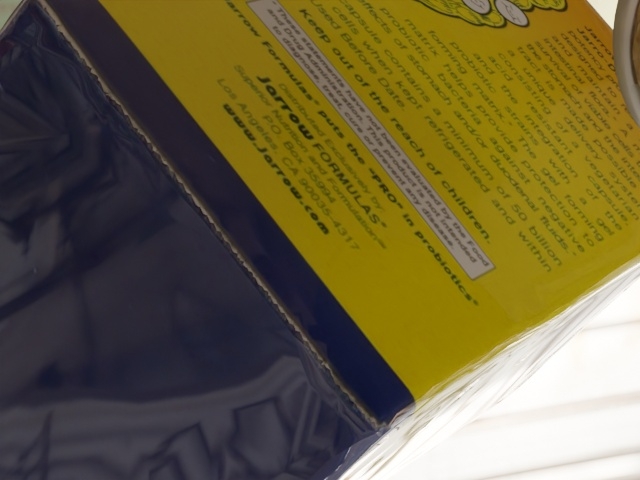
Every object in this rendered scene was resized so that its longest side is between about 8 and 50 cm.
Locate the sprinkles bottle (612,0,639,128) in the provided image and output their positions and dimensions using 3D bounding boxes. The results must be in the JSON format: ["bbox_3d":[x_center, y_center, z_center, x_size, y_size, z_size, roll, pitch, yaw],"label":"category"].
[{"bbox_3d":[0.162,-0.046,0.475,0.121,0.121,0.355,-11,-170,4],"label":"sprinkles bottle"}]

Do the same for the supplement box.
[{"bbox_3d":[0.000,0.000,0.743,0.194,0.195,0.356,-45,168,34],"label":"supplement box"}]
